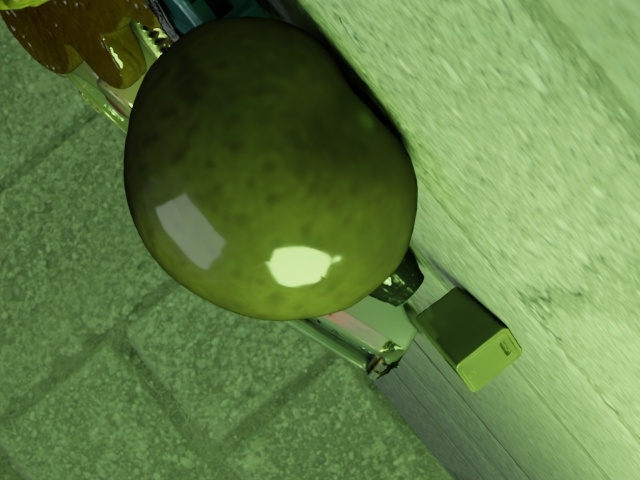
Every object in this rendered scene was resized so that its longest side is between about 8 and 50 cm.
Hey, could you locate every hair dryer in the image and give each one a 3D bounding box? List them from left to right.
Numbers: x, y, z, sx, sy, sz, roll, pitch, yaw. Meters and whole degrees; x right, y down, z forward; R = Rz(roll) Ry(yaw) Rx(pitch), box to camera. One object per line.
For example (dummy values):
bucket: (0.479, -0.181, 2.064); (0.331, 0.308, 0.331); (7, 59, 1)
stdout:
hair dryer: (0.000, 0.000, 1.973); (0.195, 0.075, 0.219); (42, 162, -7)

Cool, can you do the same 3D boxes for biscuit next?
biscuit: (-0.273, -0.297, 2.057); (0.283, 0.064, 0.432); (51, 159, -1)

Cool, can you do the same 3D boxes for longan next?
longan: (-0.039, -0.050, 1.504); (0.246, 0.215, 0.246); (12, 142, 10)

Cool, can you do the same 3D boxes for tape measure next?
tape measure: (-0.104, -0.203, 1.619); (0.146, 0.081, 0.125); (52, 172, -18)

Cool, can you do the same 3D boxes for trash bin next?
trash bin: (0.137, 0.089, 1.769); (0.043, 0.061, 0.092); (54, 177, -37)

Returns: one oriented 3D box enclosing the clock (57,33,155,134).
clock: (-0.204, -0.173, 2.352); (0.284, 0.114, 0.309); (30, 169, 47)

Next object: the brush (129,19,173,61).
brush: (-0.102, -0.147, 2.166); (0.321, 0.060, 0.050); (52, 164, -22)

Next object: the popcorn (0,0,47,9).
popcorn: (-0.302, -0.336, 1.748); (0.249, 0.225, 0.249); (28, 144, 23)

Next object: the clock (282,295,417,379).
clock: (0.001, 0.072, 2.346); (0.253, 0.083, 0.186); (31, 167, 1)
